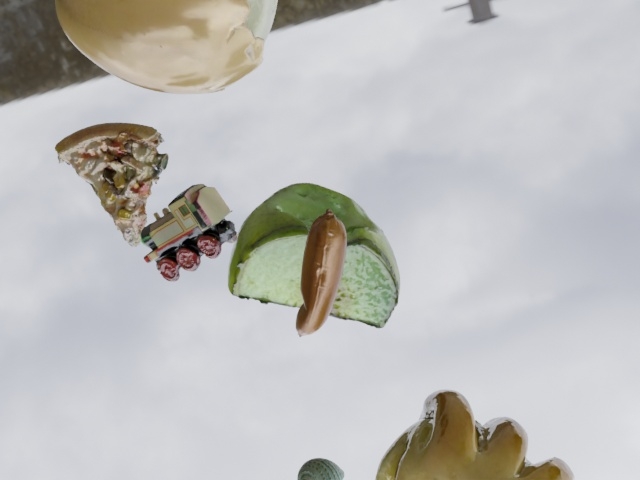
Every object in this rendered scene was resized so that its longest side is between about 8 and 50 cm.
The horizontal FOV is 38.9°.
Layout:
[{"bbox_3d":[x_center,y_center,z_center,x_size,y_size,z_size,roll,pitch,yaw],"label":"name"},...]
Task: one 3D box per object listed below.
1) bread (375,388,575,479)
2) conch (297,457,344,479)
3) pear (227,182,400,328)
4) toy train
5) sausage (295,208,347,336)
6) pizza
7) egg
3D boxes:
[{"bbox_3d":[0.211,0.355,1.256,0.211,0.316,0.270,-24,-127,-32],"label":"bread"},{"bbox_3d":[0.000,0.412,1.603,0.076,0.056,0.085,-6,-159,36],"label":"conch"},{"bbox_3d":[0.000,0.000,1.486,0.292,0.159,0.292,14,-155,-7],"label":"pear"},{"bbox_3d":[-0.163,-0.008,1.085,0.138,0.087,0.050,-28,-170,36],"label":"toy train"},{"bbox_3d":[0.001,0.047,1.176,0.054,0.183,0.062,10,-164,2],"label":"sausage"},{"bbox_3d":[-0.303,-0.078,1.353,0.185,0.195,0.052,-6,-161,19],"label":"pizza"},{"bbox_3d":[-0.159,-0.257,0.962,0.244,0.201,0.201,-2,-151,2],"label":"egg"}]
